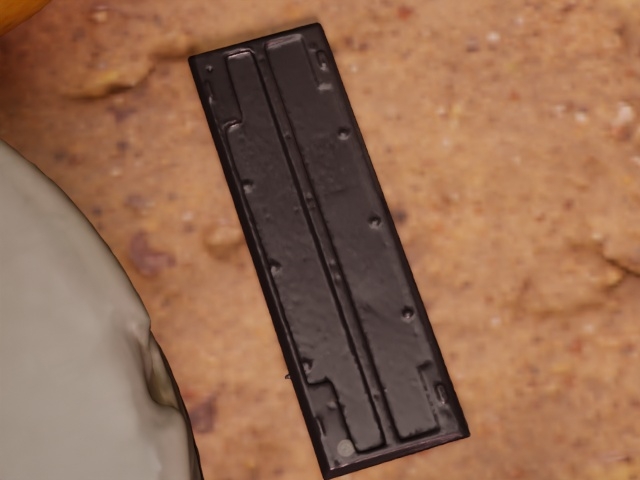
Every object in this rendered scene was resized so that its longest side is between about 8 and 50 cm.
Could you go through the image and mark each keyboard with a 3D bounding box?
[{"bbox_3d":[0.000,0.000,0.757,0.067,0.011,0.202,-16,71,-9],"label":"keyboard"}]

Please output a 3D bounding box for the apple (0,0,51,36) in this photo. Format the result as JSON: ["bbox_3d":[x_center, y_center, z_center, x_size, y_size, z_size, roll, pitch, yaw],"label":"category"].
[{"bbox_3d":[-0.214,-0.203,0.688,0.275,0.299,0.299,-16,69,-29],"label":"apple"}]

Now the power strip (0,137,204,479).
[{"bbox_3d":[-0.218,0.116,0.629,0.357,0.161,0.357,0,71,0],"label":"power strip"}]
